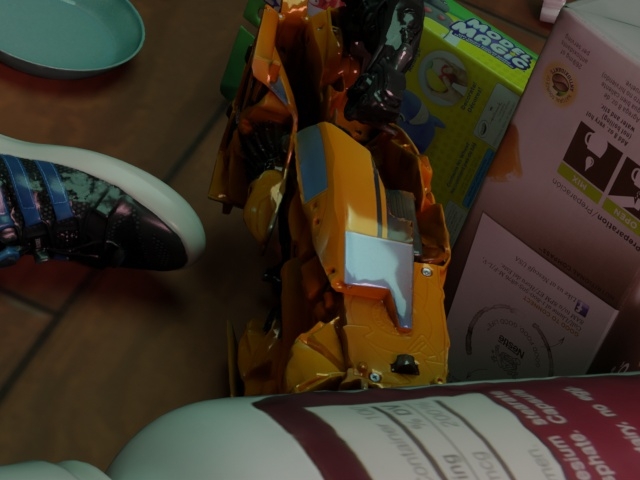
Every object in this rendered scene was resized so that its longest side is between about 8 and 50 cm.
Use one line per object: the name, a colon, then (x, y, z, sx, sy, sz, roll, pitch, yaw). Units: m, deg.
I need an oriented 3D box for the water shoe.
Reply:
water shoe: (-0.162, -0.009, 0.884, 0.203, 0.073, 0.080, 19, 58, 1)

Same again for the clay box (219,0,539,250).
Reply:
clay box: (0.050, -0.082, 1.021, 0.222, 0.127, 0.053, 37, 38, 18)

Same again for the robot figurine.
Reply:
robot figurine: (0.000, 0.000, 0.835, 0.085, 0.211, 0.291, 8, 45, -15)

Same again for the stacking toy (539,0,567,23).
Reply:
stacking toy: (0.231, -0.132, 1.209, 0.167, 0.052, 0.221, 12, 34, 8)

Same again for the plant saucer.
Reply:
plant saucer: (-0.168, -0.132, 1.060, 0.119, 0.021, 0.119, 14, 37, -11)

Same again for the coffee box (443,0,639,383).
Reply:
coffee box: (0.147, -0.004, 0.869, 0.098, 0.246, 0.141, 41, 39, 25)

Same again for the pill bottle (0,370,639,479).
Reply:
pill bottle: (0.043, 0.163, 0.623, 0.392, 0.224, 0.224, -1, 42, -28)
